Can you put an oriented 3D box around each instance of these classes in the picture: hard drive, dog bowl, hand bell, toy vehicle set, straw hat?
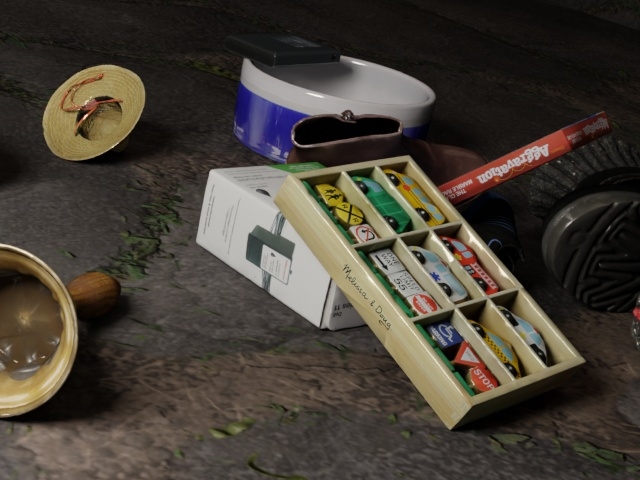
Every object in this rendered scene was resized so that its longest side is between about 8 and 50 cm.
[{"bbox_3d":[-0.051,-0.258,1.730,0.094,0.022,0.135,27,24,35],"label":"hard drive"},{"bbox_3d":[0.017,-0.175,1.732,0.265,0.104,0.265,11,20,-4],"label":"dog bowl"},{"bbox_3d":[-0.211,0.052,1.027,0.126,0.126,0.242,15,9,9],"label":"hand bell"},{"bbox_3d":[0.096,0.036,1.140,0.166,0.035,0.267,-13,57,-45],"label":"toy vehicle set"},{"bbox_3d":[-0.258,-0.139,1.530,0.144,0.144,0.061,26,-18,35],"label":"straw hat"}]

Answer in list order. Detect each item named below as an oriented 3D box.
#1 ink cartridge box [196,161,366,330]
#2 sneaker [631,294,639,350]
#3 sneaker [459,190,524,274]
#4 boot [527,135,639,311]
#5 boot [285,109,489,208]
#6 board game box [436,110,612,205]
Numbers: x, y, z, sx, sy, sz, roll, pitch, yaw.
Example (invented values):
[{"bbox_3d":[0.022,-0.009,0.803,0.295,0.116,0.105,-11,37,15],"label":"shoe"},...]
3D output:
[{"bbox_3d":[0.000,0.000,1.273,0.153,0.086,0.208,-7,28,-42],"label":"ink cartridge box"},{"bbox_3d":[0.428,0.105,1.216,0.125,0.104,0.262,0,23,-35],"label":"sneaker"},{"bbox_3d":[0.180,0.009,1.387,0.090,0.081,0.232,38,23,14],"label":"sneaker"},{"bbox_3d":[0.319,-0.033,1.474,0.348,0.131,0.260,9,24,-40],"label":"boot"},{"bbox_3d":[0.084,-0.089,1.445,0.248,0.090,0.207,-2,-12,-3],"label":"boot"},{"bbox_3d":[0.162,-0.060,1.360,0.281,0.027,0.145,-25,1,32],"label":"board game box"}]
